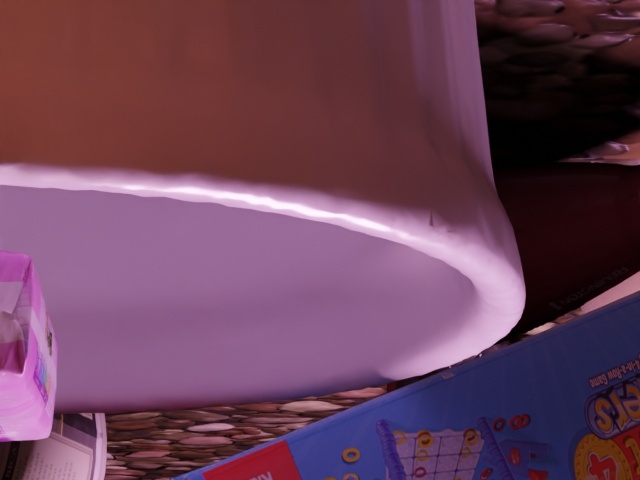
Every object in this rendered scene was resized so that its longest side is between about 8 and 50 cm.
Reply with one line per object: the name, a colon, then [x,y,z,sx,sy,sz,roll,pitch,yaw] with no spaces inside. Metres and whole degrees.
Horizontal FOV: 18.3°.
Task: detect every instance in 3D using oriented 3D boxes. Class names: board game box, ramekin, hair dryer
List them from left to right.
ramekin: [-0.087,-0.042,0.519,0.277,0.135,0.277,0,166,0]
board game box: [-0.010,0.117,0.727,0.308,0.086,0.302,-18,173,-44]
hair dryer: [0.000,0.000,0.795,0.293,0.080,0.223,-1,165,3]

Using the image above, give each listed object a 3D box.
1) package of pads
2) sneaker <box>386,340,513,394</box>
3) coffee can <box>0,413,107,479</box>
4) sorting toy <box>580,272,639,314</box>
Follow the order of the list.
package of pads: [-0.086,0.024,0.439,0.050,0.032,0.083,3,166,-3]
sneaker: [0.100,0.121,1.230,0.135,0.098,0.276,-11,163,30]
coffee can: [-0.226,0.073,0.830,0.201,0.202,0.275,-3,165,11]
sorting toy: [0.270,0.005,0.914,0.229,0.041,0.307,7,165,-9]
